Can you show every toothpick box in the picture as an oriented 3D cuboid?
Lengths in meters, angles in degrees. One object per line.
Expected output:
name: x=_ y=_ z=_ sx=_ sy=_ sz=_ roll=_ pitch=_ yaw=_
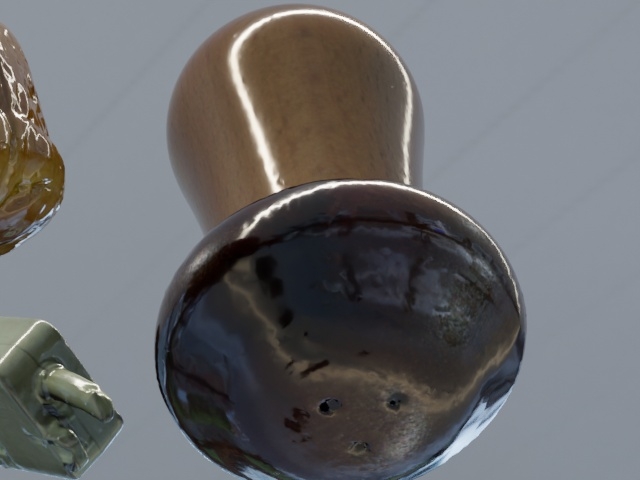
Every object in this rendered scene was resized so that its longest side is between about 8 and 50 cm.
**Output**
toothpick box: x=0.000 y=0.000 z=1.040 sx=0.192 sy=0.294 sz=0.192 roll=-5 pitch=-51 yaw=-6

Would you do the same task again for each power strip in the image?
power strip: x=-0.206 y=0.092 z=1.161 sx=0.288 sy=0.053 sz=0.093 roll=2 pitch=-48 yaw=46

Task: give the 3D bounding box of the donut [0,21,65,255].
donut: x=-0.228 y=-0.035 z=0.842 sx=0.226 sy=0.114 sz=0.226 roll=-11 pitch=-16 yaw=-3
